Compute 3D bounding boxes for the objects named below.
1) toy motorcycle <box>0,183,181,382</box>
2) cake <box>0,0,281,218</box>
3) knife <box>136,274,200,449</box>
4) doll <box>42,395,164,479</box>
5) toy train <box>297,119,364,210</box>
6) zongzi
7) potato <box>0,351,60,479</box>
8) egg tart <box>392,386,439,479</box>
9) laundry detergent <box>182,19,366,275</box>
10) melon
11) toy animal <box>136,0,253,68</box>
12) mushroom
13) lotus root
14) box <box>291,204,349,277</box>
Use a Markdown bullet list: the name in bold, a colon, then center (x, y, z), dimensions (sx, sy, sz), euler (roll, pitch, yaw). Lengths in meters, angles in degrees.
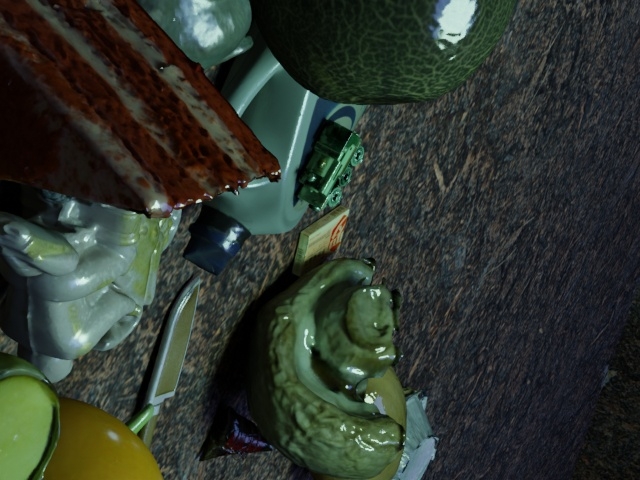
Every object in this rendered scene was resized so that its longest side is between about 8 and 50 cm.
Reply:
- **toy motorcycle**: center (-0.192, 0.004, 1.302), dimensions (0.340, 0.108, 0.223), euler (69, 45, -73)
- **cake**: center (-0.181, -0.072, 1.054), dimensions (0.158, 0.262, 0.159), euler (-22, 155, -55)
- **knife**: center (-0.166, 0.154, 1.673), dimensions (0.046, 0.022, 0.256), euler (-8, 119, -58)
- **doll**: center (-0.225, 0.238, 1.405), dimensions (0.213, 0.213, 0.236), euler (-65, 174, 5)
- **toy train**: center (0.008, -0.068, 1.506), dimensions (0.083, 0.033, 0.053), euler (-61, 154, -2)
- **zongzi**: center (-0.110, 0.234, 1.893), dimensions (0.073, 0.067, 0.083), euler (-50, 140, -2)
- **potato**: center (-0.322, 0.178, 1.199), dimensions (0.271, 0.111, 0.160), euler (-47, 142, -19)
- **egg tart**: center (0.108, 0.332, 2.467), dimensions (0.234, 0.094, 0.234), euler (-49, 157, -29)
- **laundry detergent**: center (-0.050, -0.101, 1.523), dimensions (0.280, 0.105, 0.215), euler (-58, 160, -9)
- **melon**: center (0.051, -0.263, 1.340), dimensions (0.237, 0.237, 0.301), euler (3, 86, -68)
- **toy animal**: center (-0.103, -0.232, 1.221), dimensions (0.138, 0.108, 0.236), euler (-42, 151, -36)
- **mushroom**: center (-0.008, 0.145, 1.857), dimensions (0.189, 0.164, 0.267), euler (129, -36, -61)
- **lotus root**: center (0.050, 0.254, 2.170), dimensions (0.146, 0.131, 0.303), euler (-47, 155, -34)
- **box**: center (0.000, 0.000, 1.898), dimensions (0.093, 0.015, 0.058), euler (-34, 144, -51)
